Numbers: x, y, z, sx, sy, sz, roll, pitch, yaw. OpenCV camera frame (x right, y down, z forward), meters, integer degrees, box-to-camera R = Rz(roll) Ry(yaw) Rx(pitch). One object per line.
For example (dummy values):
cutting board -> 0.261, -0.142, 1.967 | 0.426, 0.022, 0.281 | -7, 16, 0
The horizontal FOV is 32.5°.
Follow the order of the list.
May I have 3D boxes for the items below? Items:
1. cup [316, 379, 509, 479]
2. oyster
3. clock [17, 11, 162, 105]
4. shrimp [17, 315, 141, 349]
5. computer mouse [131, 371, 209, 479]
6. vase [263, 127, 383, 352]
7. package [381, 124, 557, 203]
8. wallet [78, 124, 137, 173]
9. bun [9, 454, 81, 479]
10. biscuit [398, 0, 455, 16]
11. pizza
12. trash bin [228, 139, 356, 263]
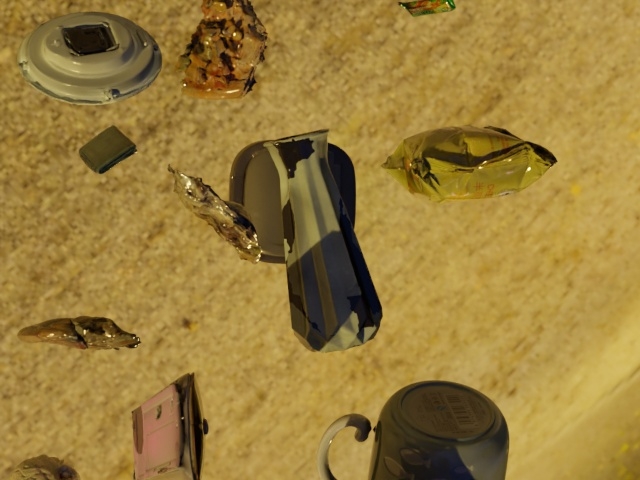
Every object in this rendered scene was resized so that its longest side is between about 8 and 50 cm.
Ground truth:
cup -> 0.169, 0.412, 2.043 | 0.259, 0.357, 0.274 | -60, 159, -61
oyster -> -0.127, -0.036, 1.366 | 0.053, 0.166, 0.108 | -55, -166, -15
clock -> -0.376, -0.314, 1.798 | 0.236, 0.236, 0.053 | -29, 149, -31
shrimp -> -0.428, 0.158, 1.898 | 0.145, 0.254, 0.059 | 8, 84, -45
computer mouse -> -0.214, 0.284, 1.594 | 0.072, 0.158, 0.310 | 1, 163, -21
vase -> 0.000, 0.000, 1.833 | 0.165, 0.165, 0.360 | -19, 101, -42
package -> 0.169, -0.091, 1.300 | 0.168, 0.090, 0.226 | -5, -172, -5
wallet -> -0.384, -0.160, 1.978 | 0.088, 0.129, 0.026 | -36, 124, -10
bun -> -0.383, 0.353, 1.547 | 0.115, 0.115, 0.069 | -8, 146, -51
biscuit -> 0.174, -0.375, 1.758 | 0.046, 0.089, 0.016 | 27, 62, -60
pizza -> -0.167, -0.346, 1.900 | 0.226, 0.147, 0.069 | -68, 160, 7
trash bin -> -0.068, -0.078, 2.030 | 0.219, 0.250, 0.219 | 2, 95, -12
